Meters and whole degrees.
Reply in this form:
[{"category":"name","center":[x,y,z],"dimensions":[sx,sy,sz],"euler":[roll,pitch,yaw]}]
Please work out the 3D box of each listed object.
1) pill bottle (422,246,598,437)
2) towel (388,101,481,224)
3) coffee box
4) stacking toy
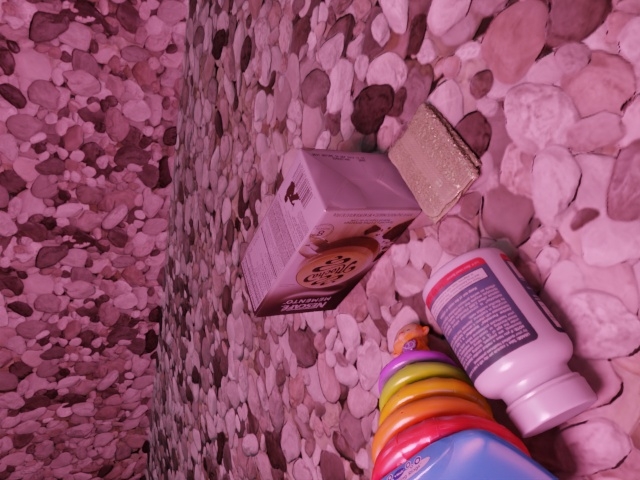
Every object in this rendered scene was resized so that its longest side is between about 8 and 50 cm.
[{"category":"pill bottle","center":[0.197,0.106,0.520],"dimensions":[0.107,0.108,0.180],"euler":[-62,42,40]},{"category":"towel","center":[0.150,-0.107,0.665],"dimensions":[0.110,0.027,0.148],"euler":[-58,44,42]},{"category":"coffee box","center":[0.000,0.000,0.786],"dimensions":[0.297,0.168,0.118],"euler":[-55,46,46]},{"category":"stacking toy","center":[0.130,0.195,0.583],"dimensions":[0.175,0.166,0.301],"euler":[-45,20,21]}]
